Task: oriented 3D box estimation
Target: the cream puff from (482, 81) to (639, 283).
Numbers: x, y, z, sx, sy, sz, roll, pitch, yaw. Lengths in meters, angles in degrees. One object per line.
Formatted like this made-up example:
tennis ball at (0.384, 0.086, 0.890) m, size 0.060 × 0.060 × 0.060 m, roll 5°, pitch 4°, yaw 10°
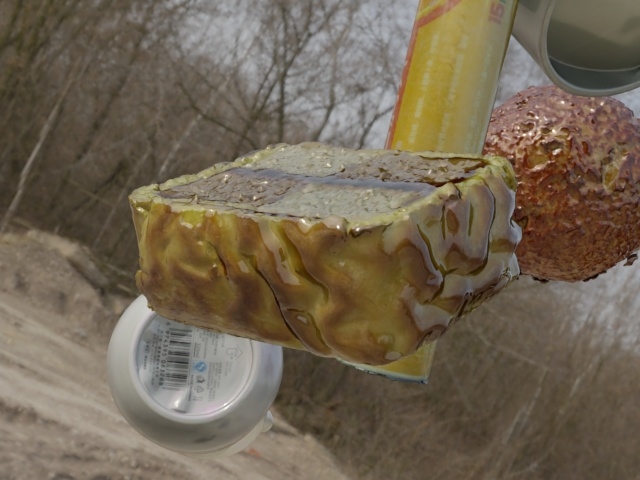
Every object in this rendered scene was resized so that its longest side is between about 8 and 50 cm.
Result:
cream puff at (0.375, -0.106, 1.277) m, size 0.350 × 0.350 × 0.229 m, roll 25°, pitch -29°, yaw 17°

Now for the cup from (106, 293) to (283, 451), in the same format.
cup at (-0.159, 0.164, 1.051) m, size 0.212 × 0.212 × 0.317 m, roll 27°, pitch -16°, yaw 0°

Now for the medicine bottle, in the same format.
medicine bottle at (0.105, -0.085, 0.768) m, size 0.108 × 0.426 × 0.108 m, roll 13°, pitch -1°, yaw 0°

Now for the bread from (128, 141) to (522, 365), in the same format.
bread at (0.000, 0.000, 0.517) m, size 0.222 × 0.096 × 0.181 m, roll 8°, pitch 24°, yaw 37°

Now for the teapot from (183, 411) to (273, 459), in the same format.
teapot at (-0.196, 0.257, 1.375) m, size 0.298 × 0.204 × 0.139 m, roll 48°, pitch 21°, yaw -18°

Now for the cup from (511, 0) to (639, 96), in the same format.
cup at (0.298, -0.375, 0.869) m, size 0.259 × 0.357 × 0.275 m, roll -5°, pitch 47°, yaw -27°
